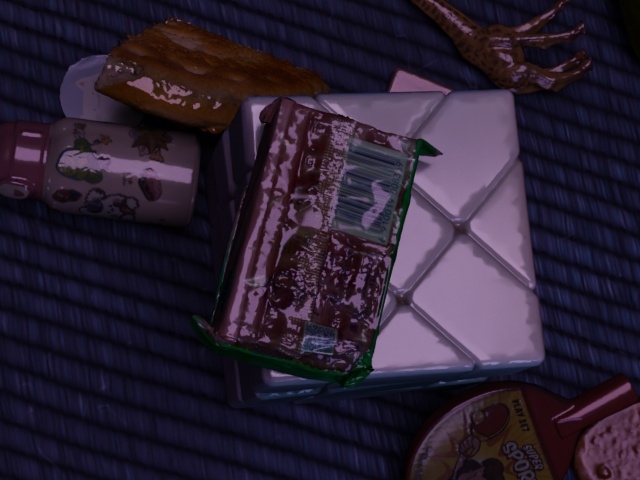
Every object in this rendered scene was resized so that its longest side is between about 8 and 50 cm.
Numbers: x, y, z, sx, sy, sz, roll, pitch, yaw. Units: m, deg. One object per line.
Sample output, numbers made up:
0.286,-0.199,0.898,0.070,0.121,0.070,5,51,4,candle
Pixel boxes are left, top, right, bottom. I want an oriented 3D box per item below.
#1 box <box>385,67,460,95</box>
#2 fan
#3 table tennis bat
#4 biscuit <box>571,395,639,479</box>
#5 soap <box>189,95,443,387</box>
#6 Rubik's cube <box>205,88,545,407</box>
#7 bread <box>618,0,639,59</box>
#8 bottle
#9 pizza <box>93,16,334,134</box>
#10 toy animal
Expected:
0.142,-0.184,1.895,0.115,0.025,0.048,21,81,-7,box
-0.240,-0.181,1.826,0.175,0.005,0.113,0,78,-10,fan
0.242,0.247,1.773,0.310,0.038,0.200,-26,116,-4,table tennis bat
0.463,0.327,1.844,0.262,0.052,0.277,-16,83,-9,biscuit
0.000,0.000,1.467,0.218,0.098,0.273,16,77,-8,soap
0.050,0.018,1.685,0.322,0.316,0.318,-4,80,-11,Rubik's cube
0.582,-0.367,1.968,0.382,0.129,0.366,26,74,-6,bread
-0.275,-0.085,1.742,0.253,0.120,0.120,6,78,-10,bottle
-0.138,-0.195,1.779,0.335,0.226,0.086,0,122,-38,pizza
0.228,-0.273,1.911,0.275,0.054,0.149,11,91,-1,toy animal
